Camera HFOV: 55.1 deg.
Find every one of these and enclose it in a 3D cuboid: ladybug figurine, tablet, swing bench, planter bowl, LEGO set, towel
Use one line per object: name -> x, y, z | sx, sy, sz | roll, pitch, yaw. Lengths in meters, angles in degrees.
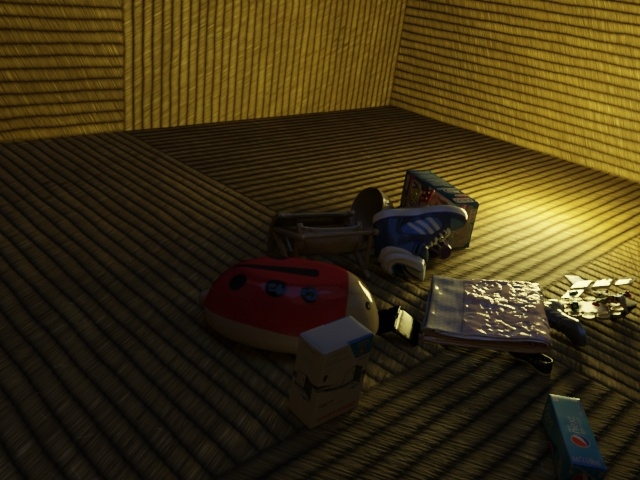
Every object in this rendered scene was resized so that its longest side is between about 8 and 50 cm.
ladybug figurine -> -0.072, 0.145, 1.507 | 0.449, 0.162, 0.305 | 5, 25, -6
tablet -> 0.835, 0.136, 1.991 | 0.054, 0.006, 0.083 | 4, 24, -8
swing bench -> 0.000, 0.000, 1.848 | 0.253, 0.165, 0.255 | -4, 26, -23
planter bowl -> 0.197, -0.094, 2.151 | 0.109, 0.162, 0.162 | 20, 13, -37
LEGO set -> 0.823, 0.166, 1.815 | 0.182, 0.060, 0.244 | -10, 6, 38
towel -> 0.442, 0.187, 1.648 | 0.316, 0.054, 0.332 | 4, 24, 13

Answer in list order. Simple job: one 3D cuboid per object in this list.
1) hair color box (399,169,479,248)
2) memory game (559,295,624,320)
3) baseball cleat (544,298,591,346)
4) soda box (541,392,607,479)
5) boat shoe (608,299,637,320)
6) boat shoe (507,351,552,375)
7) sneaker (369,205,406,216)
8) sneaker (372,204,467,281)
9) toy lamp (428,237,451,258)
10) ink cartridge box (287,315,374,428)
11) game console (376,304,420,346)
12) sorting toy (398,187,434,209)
hair color box -> 0.421, -0.120, 2.226 | 0.105, 0.174, 0.347 | -4, 26, -22
memory game -> 0.780, 0.197, 1.777 | 0.186, 0.012, 0.186 | -4, 13, 1
baseball cleat -> 0.642, 0.230, 1.671 | 0.109, 0.072, 0.206 | -8, 21, -2
soda box -> 0.500, 0.402, 1.223 | 0.067, 0.071, 0.210 | 9, 24, 5
boat shoe -> 0.895, 0.206, 1.815 | 0.125, 0.038, 0.046 | -13, 15, -39
boat shoe -> 0.519, 0.284, 1.527 | 0.048, 0.042, 0.133 | -13, 30, -34
sneaker -> 0.244, -0.102, 2.280 | 0.089, 0.051, 0.170 | 25, 36, 28
sneaker -> 0.323, 0.022, 1.902 | 0.322, 0.130, 0.236 | -2, 65, -14
toy lamp -> 0.357, -0.014, 2.098 | 0.080, 0.080, 0.275 | -2, 23, -21
ink cartridge box -> 0.019, 0.264, 1.238 | 0.139, 0.191, 0.082 | -14, 33, -39
game console -> 0.193, 0.228, 1.588 | 0.107, 0.071, 0.122 | -17, 16, 20
sorting toy -> 0.309, -0.059, 2.084 | 0.046, 0.275, 0.132 | 38, -25, -31
